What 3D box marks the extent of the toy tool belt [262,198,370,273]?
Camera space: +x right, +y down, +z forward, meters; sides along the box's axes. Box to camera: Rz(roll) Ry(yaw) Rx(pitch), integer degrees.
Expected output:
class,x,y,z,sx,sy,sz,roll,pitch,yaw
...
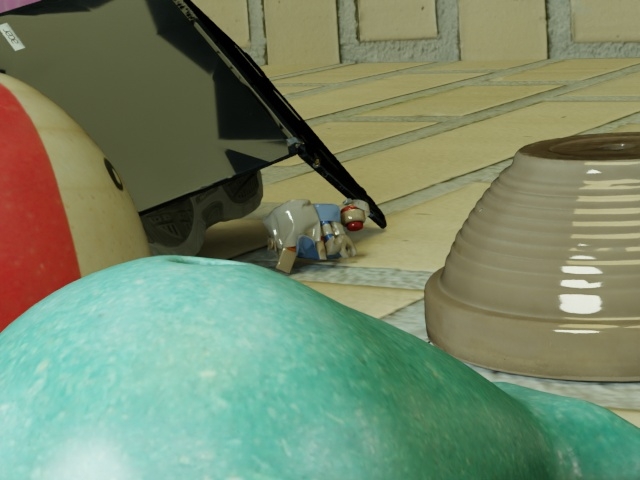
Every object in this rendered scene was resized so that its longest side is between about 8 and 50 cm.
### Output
class,x,y,z,sx,sy,sz,roll,pitch,yaw
toy tool belt,0.000,0.000,1.098,0.083,0.051,0.052,-1,-20,-30

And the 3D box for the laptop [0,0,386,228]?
class,x,y,z,sx,sy,sz,roll,pitch,yaw
laptop,-0.105,-0.089,1.167,0.234,0.136,0.264,52,7,30

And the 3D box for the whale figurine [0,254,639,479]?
class,x,y,z,sx,sy,sz,roll,pitch,yaw
whale figurine,0.003,0.070,0.481,0.272,0.141,0.216,-7,10,-39

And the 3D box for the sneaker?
class,x,y,z,sx,sy,sz,roll,pitch,yaw
sneaker,-0.142,-0.021,1.181,0.115,0.090,0.232,-17,3,30

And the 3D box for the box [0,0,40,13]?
class,x,y,z,sx,sy,sz,roll,pitch,yaw
box,-0.345,-0.150,1.345,0.117,0.243,0.213,5,2,41

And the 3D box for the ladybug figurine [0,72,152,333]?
class,x,y,z,sx,sy,sz,roll,pitch,yaw
ladybug figurine,-0.286,0.007,0.741,0.449,0.162,0.305,-14,28,-40

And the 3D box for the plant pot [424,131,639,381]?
class,x,y,z,sx,sy,sz,roll,pitch,yaw
plant pot,0.177,-0.002,0.863,0.237,0.109,0.237,-3,12,1
